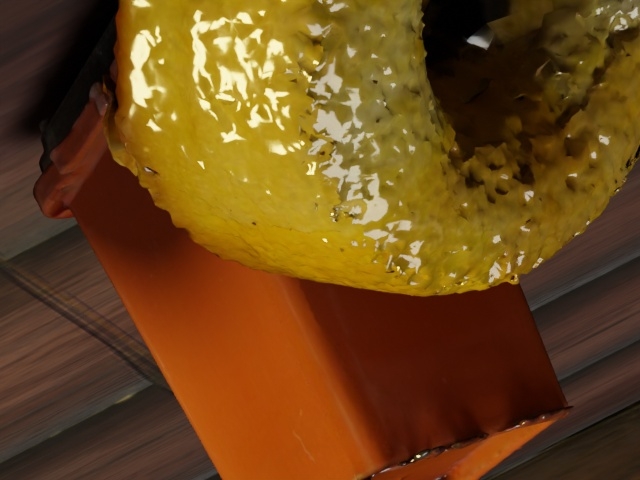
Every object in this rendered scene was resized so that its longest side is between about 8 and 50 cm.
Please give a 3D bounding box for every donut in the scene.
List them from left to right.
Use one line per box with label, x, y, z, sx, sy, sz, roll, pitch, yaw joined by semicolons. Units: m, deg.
donut;0.034;-0.098;0.688;0.253;0.253;0.118;-8;-161;-45

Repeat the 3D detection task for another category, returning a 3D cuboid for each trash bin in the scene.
trash bin;0.000;0.000;0.848;0.161;0.238;0.184;-14;158;-34
